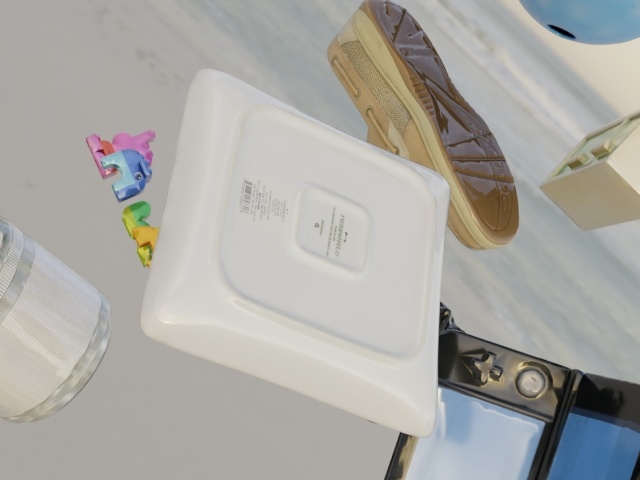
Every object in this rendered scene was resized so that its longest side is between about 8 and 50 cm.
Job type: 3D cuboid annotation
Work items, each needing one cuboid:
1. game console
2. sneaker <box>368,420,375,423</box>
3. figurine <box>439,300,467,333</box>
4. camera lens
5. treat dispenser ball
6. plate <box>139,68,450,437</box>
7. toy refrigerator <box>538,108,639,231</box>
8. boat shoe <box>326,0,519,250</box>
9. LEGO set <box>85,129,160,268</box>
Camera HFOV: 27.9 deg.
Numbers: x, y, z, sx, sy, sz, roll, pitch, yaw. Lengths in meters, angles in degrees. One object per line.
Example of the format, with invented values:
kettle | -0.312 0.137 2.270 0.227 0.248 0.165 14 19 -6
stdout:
game console | 0.187 0.255 1.312 0.250 0.293 0.173 18 -6 11
sneaker | 0.048 0.097 1.209 0.083 0.098 0.223 8 43 -10
figurine | 0.121 0.143 1.635 0.215 0.209 0.092 40 52 -43
camera lens | -0.433 0.098 1.724 0.274 0.219 0.219 43 11 -32
treat dispenser ball | 0.411 -0.429 1.874 0.288 0.288 0.288 41 13 -12
plate | 0.000 0.000 1.101 0.278 0.045 0.277 23 54 -21
toy refrigerator | 0.351 -0.086 1.517 0.094 0.102 0.269 44 -6 -2
boat shoe | 0.115 -0.120 1.490 0.122 0.110 0.341 2 55 -47
LEGO set | -0.157 -0.029 1.349 0.227 0.093 0.087 65 -12 5
